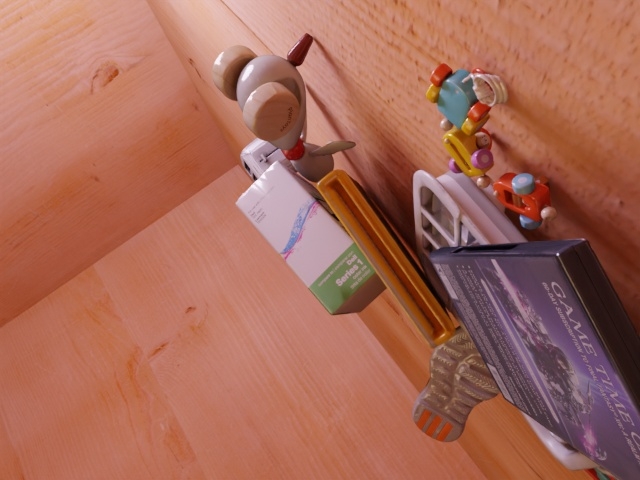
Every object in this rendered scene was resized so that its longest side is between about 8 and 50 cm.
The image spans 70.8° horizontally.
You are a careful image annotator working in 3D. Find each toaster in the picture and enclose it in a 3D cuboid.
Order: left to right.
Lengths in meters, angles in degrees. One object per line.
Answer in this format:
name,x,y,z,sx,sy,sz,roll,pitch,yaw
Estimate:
toaster,-0.126,-0.220,1.213,0.129,0.146,0.227,55,173,-4

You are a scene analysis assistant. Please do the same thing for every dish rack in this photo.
dish rack,0.226,0.083,0.524,0.333,0.072,0.286,61,177,32

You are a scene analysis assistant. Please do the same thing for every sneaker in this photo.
sneaker,0.265,0.203,0.801,0.124,0.180,0.321,32,132,15

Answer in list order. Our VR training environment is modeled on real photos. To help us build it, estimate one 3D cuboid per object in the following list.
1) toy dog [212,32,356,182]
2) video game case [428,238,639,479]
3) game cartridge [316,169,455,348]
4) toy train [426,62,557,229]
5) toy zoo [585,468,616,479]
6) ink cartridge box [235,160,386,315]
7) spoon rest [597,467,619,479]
toy dog,-0.036,-0.228,0.777,0.220,0.161,0.333,50,-173,6
video game case,0.187,0.094,0.398,0.196,0.026,0.274,62,176,1
game cartridge,0.121,0.015,0.774,0.285,0.052,0.323,55,-168,4
toy train,0.161,-0.092,0.407,0.166,0.046,0.125,55,172,-35
toy zoo,0.406,0.304,0.715,0.293,0.030,0.192,46,170,48
ink cartridge box,0.000,0.000,0.856,0.278,0.117,0.201,48,-171,18
spoon rest,0.349,0.221,0.440,0.137,0.084,0.276,34,171,12
